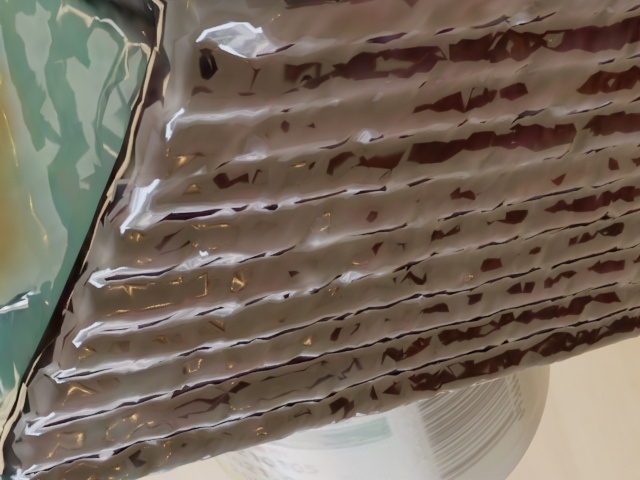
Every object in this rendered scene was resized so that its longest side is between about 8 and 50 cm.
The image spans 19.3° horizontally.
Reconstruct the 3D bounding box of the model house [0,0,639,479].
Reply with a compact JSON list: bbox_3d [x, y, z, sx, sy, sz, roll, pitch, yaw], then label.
[{"bbox_3d":[-0.007,-0.068,0.510,0.280,0.249,0.230,-13,78,-41],"label":"model house"}]

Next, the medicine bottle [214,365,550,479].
[{"bbox_3d":[0.000,0.000,0.951,0.208,0.208,0.340,-22,148,0],"label":"medicine bottle"}]
